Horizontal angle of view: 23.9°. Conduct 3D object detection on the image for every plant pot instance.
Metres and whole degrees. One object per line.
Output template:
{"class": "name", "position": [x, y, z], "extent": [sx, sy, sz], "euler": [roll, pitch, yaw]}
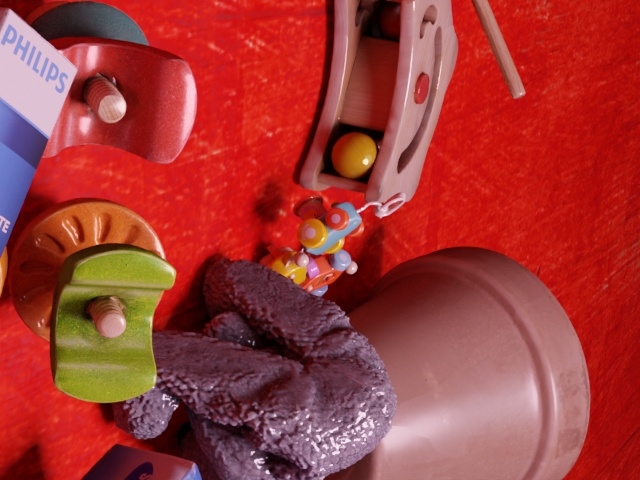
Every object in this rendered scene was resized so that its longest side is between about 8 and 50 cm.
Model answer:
{"class": "plant pot", "position": [0.082, 0.152, 1.412], "extent": [0.229, 0.263, 0.263], "euler": [-15, 117, -43]}

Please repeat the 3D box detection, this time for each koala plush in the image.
{"class": "koala plush", "position": [-0.049, 0.169, 1.211], "extent": [0.196, 0.203, 0.221], "euler": [-41, 149, -50]}

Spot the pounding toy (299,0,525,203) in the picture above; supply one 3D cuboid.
{"class": "pounding toy", "position": [0.092, -0.154, 1.349], "extent": [0.154, 0.155, 0.269], "euler": [39, 67, -67]}

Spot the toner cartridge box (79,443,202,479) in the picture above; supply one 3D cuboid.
{"class": "toner cartridge box", "position": [-0.181, 0.300, 0.954], "extent": [0.348, 0.075, 0.165], "euler": [-47, 137, -47]}

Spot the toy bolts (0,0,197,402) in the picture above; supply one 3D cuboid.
{"class": "toy bolts", "position": [-0.184, -0.042, 0.930], "extent": [0.218, 0.158, 0.228], "euler": [8, 109, -24]}

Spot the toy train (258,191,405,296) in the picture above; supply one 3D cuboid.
{"class": "toy train", "position": [0.000, 0.000, 1.326], "extent": [0.125, 0.046, 0.166], "euler": [-22, 160, -38]}

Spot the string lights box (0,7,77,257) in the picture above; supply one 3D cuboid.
{"class": "string lights box", "position": [-0.240, 0.001, 0.775], "extent": [0.077, 0.133, 0.259], "euler": [44, 63, -61]}
